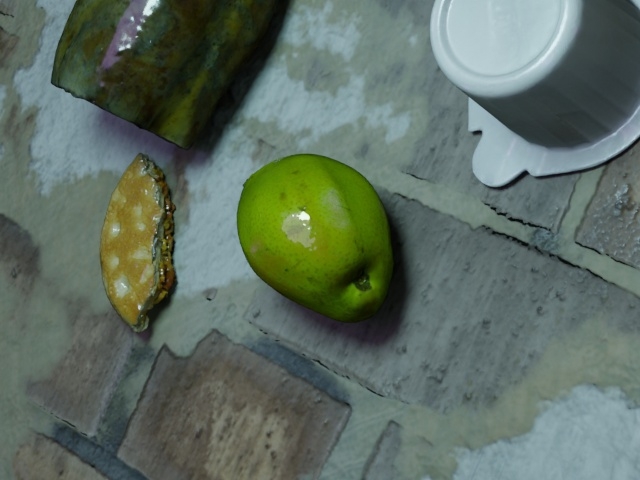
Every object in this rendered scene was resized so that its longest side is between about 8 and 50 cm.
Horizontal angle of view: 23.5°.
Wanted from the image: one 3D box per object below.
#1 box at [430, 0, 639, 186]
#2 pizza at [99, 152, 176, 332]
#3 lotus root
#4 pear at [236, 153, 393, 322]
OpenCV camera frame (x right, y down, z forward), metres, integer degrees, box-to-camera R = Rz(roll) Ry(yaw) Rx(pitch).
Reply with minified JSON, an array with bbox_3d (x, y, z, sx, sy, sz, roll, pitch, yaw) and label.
[{"bbox_3d":[0.225,-0.208,1.733,0.291,0.206,0.262,-48,57,13],"label":"box"},{"bbox_3d":[-0.245,0.005,2.094,0.127,0.058,0.246,-23,66,30],"label":"pizza"},{"bbox_3d":[-0.192,-0.304,2.032,0.250,0.250,0.346,36,95,34],"label":"lotus root"},{"bbox_3d":[0.000,0.000,1.851,0.187,0.187,0.219,-43,53,19],"label":"pear"}]
